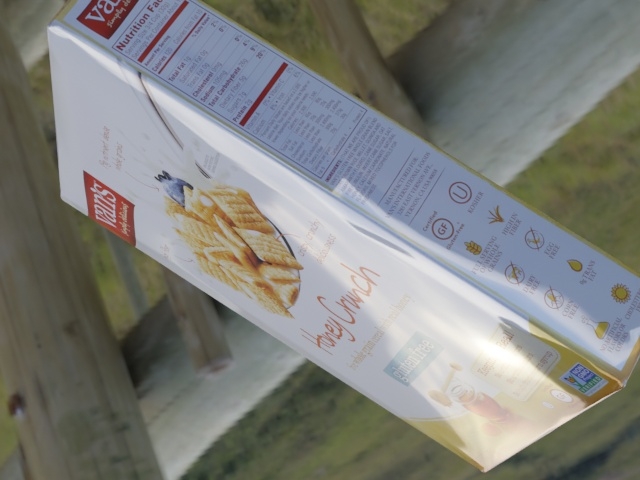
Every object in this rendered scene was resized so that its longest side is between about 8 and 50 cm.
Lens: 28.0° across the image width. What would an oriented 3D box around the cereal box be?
[{"bbox_3d":[0.000,0.000,0.527,0.047,0.240,0.173,-57,177,-22],"label":"cereal box"}]
